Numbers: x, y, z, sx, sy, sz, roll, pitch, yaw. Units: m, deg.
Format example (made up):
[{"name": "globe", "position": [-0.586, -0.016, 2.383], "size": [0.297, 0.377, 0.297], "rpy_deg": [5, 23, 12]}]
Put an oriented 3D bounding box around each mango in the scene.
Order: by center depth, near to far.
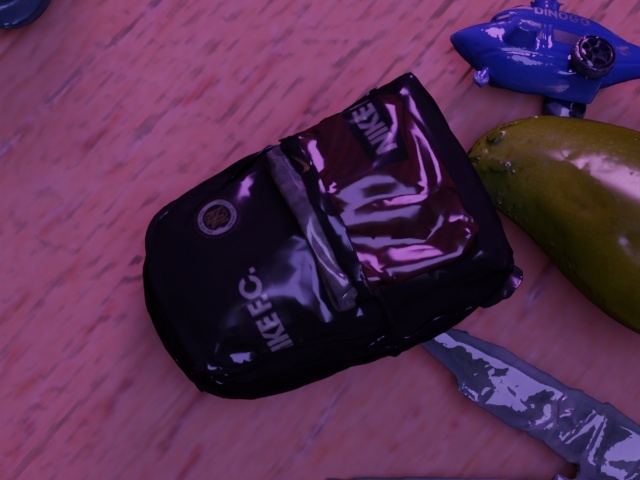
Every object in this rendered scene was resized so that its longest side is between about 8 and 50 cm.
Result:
[{"name": "mango", "position": [0.146, -0.011, 0.786], "size": [0.165, 0.074, 0.091], "rpy_deg": [30, 51, 8]}]

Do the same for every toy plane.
[{"name": "toy plane", "position": [0.146, -0.092, 0.824], "size": [0.167, 0.054, 0.062], "rpy_deg": [7, 59, -8]}]

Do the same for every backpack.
[{"name": "backpack", "position": [0.000, 0.004, 0.755], "size": [0.165, 0.106, 0.120], "rpy_deg": [-29, 74, -10]}]

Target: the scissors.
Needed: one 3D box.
[{"name": "scissors", "position": [0.195, 0.141, 0.811], "size": [0.383, 0.029, 0.256], "rpy_deg": [17, 96, -4]}]

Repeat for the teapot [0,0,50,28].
[{"name": "teapot", "position": [-0.188, -0.195, 0.727], "size": [0.225, 0.171, 0.203], "rpy_deg": [3, 117, -16]}]
